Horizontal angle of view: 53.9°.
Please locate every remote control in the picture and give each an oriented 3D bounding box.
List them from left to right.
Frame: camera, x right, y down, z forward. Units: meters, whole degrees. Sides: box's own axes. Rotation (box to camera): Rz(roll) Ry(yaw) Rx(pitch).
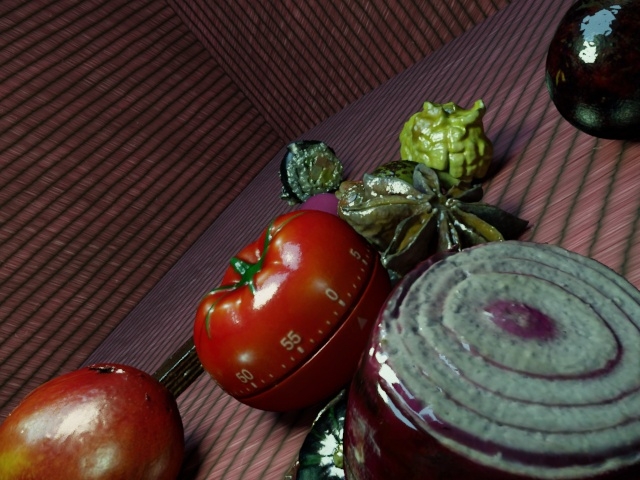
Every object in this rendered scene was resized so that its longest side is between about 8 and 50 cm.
[{"bbox_3d":[0.138,0.076,1.315,0.074,0.032,0.122,-50,18,-29],"label":"remote control"}]

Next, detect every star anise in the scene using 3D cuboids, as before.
[{"bbox_3d":[0.005,0.286,0.899,0.212,0.053,0.157,-18,-49,-65],"label":"star anise"},{"bbox_3d":[0.200,-0.024,1.098,0.331,0.332,0.117,-58,-13,-46],"label":"star anise"}]

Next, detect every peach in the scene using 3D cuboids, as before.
[{"bbox_3d":[-0.441,0.405,1.217,0.370,0.370,0.370,-37,17,13],"label":"peach"}]

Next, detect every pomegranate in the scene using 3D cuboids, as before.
[{"bbox_3d":[0.141,-0.079,1.361,0.248,0.214,0.214,20,56,33],"label":"pomegranate"}]

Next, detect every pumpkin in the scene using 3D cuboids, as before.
[{"bbox_3d":[0.062,0.276,0.753,0.194,0.150,0.194,-44,21,22],"label":"pumpkin"}]

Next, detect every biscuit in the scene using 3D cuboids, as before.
[{"bbox_3d":[-0.335,0.307,1.714,0.388,0.073,0.107,-44,15,-12],"label":"biscuit"}]

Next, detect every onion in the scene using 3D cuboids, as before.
[{"bbox_3d":[0.176,0.175,0.582,0.282,0.260,0.337,16,35,24],"label":"onion"}]

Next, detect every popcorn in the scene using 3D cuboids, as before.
[{"bbox_3d":[0.284,-0.224,1.425,0.181,0.216,0.235,-12,37,-21],"label":"popcorn"}]

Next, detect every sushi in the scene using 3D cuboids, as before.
[{"bbox_3d":[-0.044,-0.245,2.261,0.238,0.225,0.219,-9,6,-5],"label":"sushi"}]

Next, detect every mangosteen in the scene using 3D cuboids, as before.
[{"bbox_3d":[0.523,-0.295,1.040,0.288,0.288,0.288,-37,17,13],"label":"mangosteen"}]

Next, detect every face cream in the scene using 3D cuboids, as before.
[{"bbox_3d":[0.000,0.000,1.572,0.175,0.175,0.195,-30,20,34],"label":"face cream"}]

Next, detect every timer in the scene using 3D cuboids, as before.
[{"bbox_3d":[-0.048,0.131,1.156,0.378,0.279,0.378,-40,17,15],"label":"timer"}]

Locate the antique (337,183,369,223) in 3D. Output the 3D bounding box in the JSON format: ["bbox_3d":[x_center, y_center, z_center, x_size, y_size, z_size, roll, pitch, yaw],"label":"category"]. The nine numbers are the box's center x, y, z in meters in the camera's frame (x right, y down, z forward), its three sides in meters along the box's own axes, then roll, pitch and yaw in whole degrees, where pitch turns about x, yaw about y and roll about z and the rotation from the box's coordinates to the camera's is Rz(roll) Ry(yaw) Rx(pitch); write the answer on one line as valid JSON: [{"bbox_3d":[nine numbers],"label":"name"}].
[{"bbox_3d":[0.080,-0.060,1.215,0.104,0.104,0.104,-37,17,13],"label":"antique"}]
